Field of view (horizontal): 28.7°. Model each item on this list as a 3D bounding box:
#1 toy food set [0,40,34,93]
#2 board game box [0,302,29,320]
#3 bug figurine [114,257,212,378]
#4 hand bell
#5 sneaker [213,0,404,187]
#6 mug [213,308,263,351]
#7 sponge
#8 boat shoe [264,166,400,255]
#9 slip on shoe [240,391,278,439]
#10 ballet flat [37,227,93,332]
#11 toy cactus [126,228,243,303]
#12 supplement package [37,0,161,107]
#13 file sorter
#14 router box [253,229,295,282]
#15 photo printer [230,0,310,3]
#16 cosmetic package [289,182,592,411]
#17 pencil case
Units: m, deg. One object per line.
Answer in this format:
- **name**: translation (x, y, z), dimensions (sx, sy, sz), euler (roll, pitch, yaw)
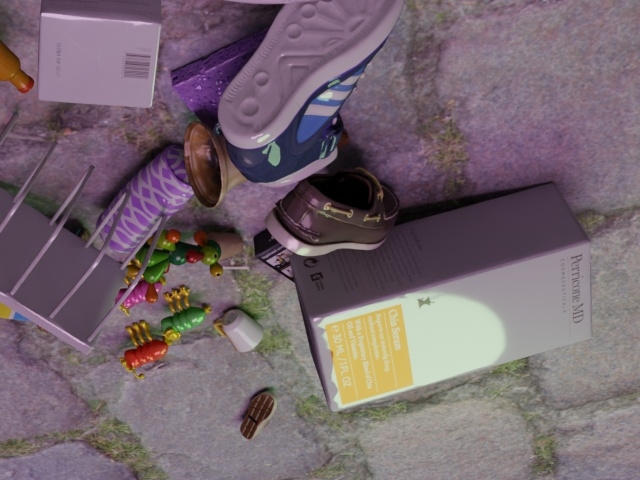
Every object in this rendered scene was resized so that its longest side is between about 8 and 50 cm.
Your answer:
- **toy food set**: translation (-0.496, -0.213, 1.644), dimensions (0.232, 0.111, 0.104), euler (-25, 138, 17)
- **board game box**: translation (-0.543, 0.071, 1.880), dimensions (0.316, 0.064, 0.242), euler (11, 176, -38)
- **bug figurine**: translation (-0.320, 0.133, 2.133), dimensions (0.216, 0.072, 0.279), euler (-27, 137, 22)
- **hand bell**: translation (-0.064, -0.131, 1.820), dimensions (0.242, 0.126, 0.126), euler (-13, 146, -27)
- **sneaker**: translation (-0.002, -0.211, 1.692), dimensions (0.323, 0.130, 0.236), euler (-48, 161, -7)
- **mug**: translation (-0.149, 0.157, 2.204), dimensions (0.078, 0.062, 0.064), euler (-28, 129, 14)
- **sponge**: translation (-0.093, -0.232, 1.752), dimensions (0.210, 0.031, 0.117), euler (-23, 140, 16)
- **boat shoe**: translation (0.041, -0.054, 1.853), dimensions (0.097, 0.116, 0.324), euler (-53, 159, 24)
- **slip on shoe**: translation (-0.114, 0.338, 2.449), dimensions (0.041, 0.051, 0.135), euler (-27, 152, -47)
- **ballet flat**: translation (-0.395, 0.072, 2.018), dimensions (0.067, 0.073, 0.206), euler (28, 120, -2)
- **toy cactus**: translation (-0.201, 0.026, 1.980), dimensions (0.180, 0.112, 0.219), euler (-11, 175, -37)
- **supplement package**: translation (-0.260, -0.293, 1.478), dimensions (0.133, 0.244, 0.139), euler (3, 141, -12)
- **file sorter**: translation (-0.383, -0.015, 1.785), dimensions (0.277, 0.193, 0.173), euler (34, 125, -15)
- **router box**: translation (0.000, 0.000, 2.042), dimensions (0.179, 0.046, 0.133), euler (-31, 135, 26)
- **photo printer**: translation (-0.041, -0.412, 1.477), dimensions (0.256, 0.107, 0.307), euler (-5, 142, -3)
- **cosmetic package**: translation (0.198, 0.093, 2.022), dimensions (0.453, 0.161, 0.230), euler (-16, 131, -4)
- **pencil case**: translation (-0.256, -0.064, 1.898), dimensions (0.206, 0.088, 0.086), euler (-38, 95, 32)
